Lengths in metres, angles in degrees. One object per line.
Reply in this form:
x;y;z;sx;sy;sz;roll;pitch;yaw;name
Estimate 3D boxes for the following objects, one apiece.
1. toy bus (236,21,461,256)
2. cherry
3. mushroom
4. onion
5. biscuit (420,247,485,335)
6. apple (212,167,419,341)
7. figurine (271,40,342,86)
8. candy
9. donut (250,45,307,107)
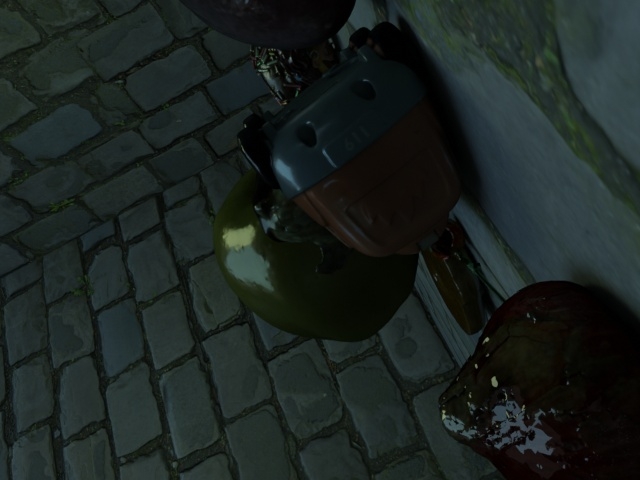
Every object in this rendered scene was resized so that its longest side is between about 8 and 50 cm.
0.050;-0.097;0.667;0.232;0.194;0.288;49;-174;-14;toy bus
-0.069;-0.298;0.600;0.266;0.183;0.213;50;-165;15;cherry
0.054;-0.064;0.918;0.344;0.130;0.248;21;-107;-46;mushroom
0.161;0.123;0.423;0.184;0.147;0.184;-13;-90;-87;onion
0.211;0.054;0.934;0.208;0.049;0.181;62;-177;-44;biscuit
0.000;0.000;1.325;0.474;0.473;0.473;62;-177;-7;apple
-0.045;-0.386;1.072;0.240;0.115;0.175;59;-176;-49;figurine
0.202;0.039;0.774;0.049;0.056;0.185;1;-142;-35;candy
-0.058;-0.385;1.372;0.269;0.103;0.270;43;-154;-26;donut
